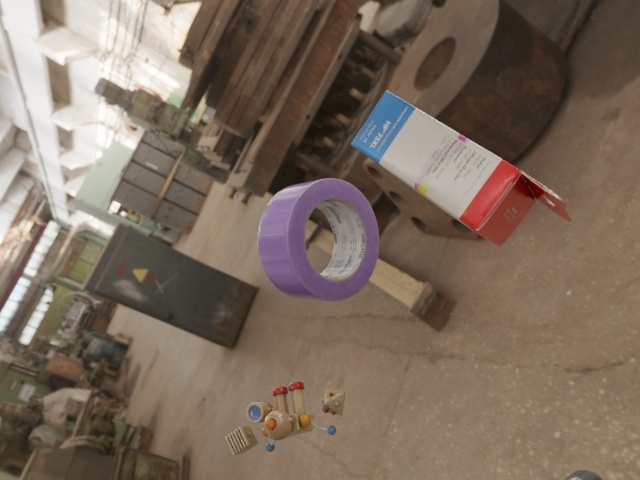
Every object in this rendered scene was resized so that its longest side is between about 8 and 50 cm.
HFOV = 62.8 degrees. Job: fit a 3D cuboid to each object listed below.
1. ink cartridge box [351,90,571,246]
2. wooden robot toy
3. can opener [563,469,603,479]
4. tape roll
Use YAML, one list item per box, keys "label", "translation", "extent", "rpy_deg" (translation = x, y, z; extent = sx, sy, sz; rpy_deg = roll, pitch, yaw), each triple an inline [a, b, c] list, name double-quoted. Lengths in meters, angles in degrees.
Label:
- label: "ink cartridge box"
  translation: [0.163, -0.069, 0.608]
  extent: [0.231, 0.134, 0.078]
  rpy_deg: [41, 103, 28]
- label: "wooden robot toy"
  translation: [-0.056, 0.225, 0.668]
  extent: [0.173, 0.079, 0.076]
  rpy_deg: [-22, 68, 17]
- label: "can opener"
  translation: [0.262, 0.354, 0.463]
  extent: [0.074, 0.093, 0.280]
  rpy_deg: [-6, 90, 57]
- label: "tape roll"
  translation: [0.000, 0.000, 0.828]
  extent: [0.080, 0.189, 0.189]
  rpy_deg: [-5, 58, 50]
